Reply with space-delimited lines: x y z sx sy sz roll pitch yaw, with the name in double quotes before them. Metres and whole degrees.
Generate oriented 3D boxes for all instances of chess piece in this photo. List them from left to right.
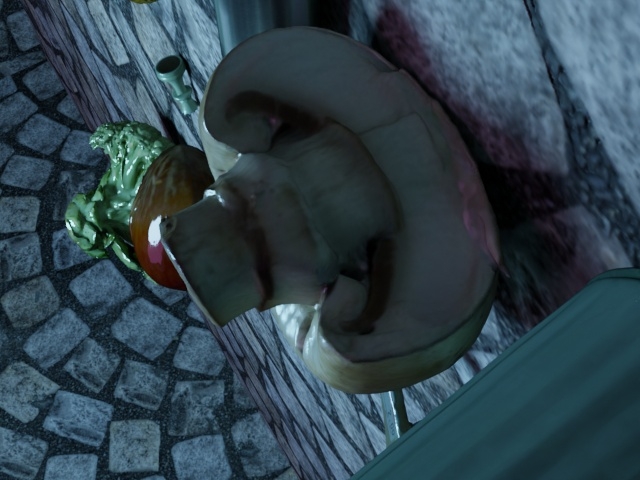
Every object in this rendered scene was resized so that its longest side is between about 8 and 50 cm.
"chess piece" -0.195 -0.212 1.264 0.042 0.042 0.093 51 170 38

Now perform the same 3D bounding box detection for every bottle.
"bottle" -0.032 -0.178 0.649 0.096 0.079 0.253 18 153 9

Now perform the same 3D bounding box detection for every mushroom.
"mushroom" 0.000 0.000 0.630 0.253 0.195 0.189 59 171 24

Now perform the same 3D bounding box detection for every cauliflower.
"cauliflower" -0.327 -0.055 1.617 0.275 0.250 0.272 57 165 37

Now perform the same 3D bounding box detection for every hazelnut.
"hazelnut" -0.208 -0.038 1.365 0.181 0.181 0.212 47 -174 -31

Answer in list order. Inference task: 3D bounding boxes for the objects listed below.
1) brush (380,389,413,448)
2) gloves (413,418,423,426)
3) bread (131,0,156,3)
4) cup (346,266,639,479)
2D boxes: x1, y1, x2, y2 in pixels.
"brush" 0.059 0.132 0.780 0.085 0.020 0.336 116 148 -64
"gloves" 0.148 0.249 0.768 0.119 0.142 0.285 26 -165 -25
"bread" -0.243 -0.381 1.000 0.344 0.084 0.124 53 142 34
"cup" 0.105 0.270 0.400 0.401 0.392 0.310 59 173 -11
